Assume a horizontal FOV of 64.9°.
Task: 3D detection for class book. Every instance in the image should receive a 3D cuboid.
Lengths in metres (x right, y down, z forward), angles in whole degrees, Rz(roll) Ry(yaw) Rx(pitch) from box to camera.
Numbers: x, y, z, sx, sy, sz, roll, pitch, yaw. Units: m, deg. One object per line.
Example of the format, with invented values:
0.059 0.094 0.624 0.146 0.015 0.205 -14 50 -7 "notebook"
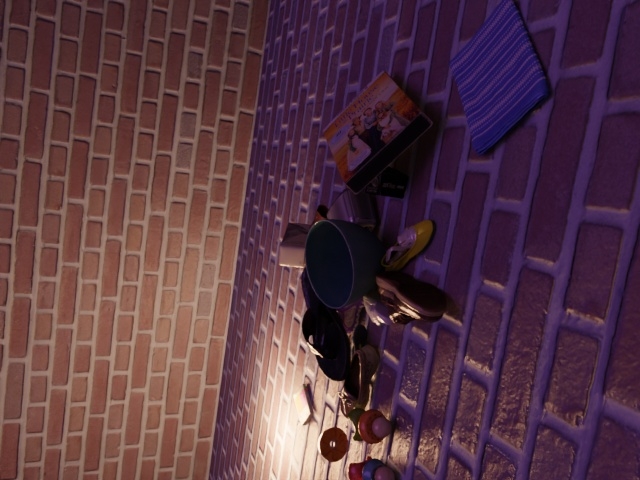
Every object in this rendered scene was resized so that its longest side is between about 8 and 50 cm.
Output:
-0.071 0.709 2.175 0.096 0.035 0.144 -63 31 35 "book"

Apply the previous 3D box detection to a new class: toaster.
0.118 -0.086 1.804 0.227 0.129 0.147 -50 44 50 "toaster"

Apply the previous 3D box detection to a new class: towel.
0.430 -0.407 1.253 0.243 0.040 0.336 131 139 -53 "towel"

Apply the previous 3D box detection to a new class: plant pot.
0.104 0.064 1.671 0.290 0.195 0.290 22 116 55 "plant pot"

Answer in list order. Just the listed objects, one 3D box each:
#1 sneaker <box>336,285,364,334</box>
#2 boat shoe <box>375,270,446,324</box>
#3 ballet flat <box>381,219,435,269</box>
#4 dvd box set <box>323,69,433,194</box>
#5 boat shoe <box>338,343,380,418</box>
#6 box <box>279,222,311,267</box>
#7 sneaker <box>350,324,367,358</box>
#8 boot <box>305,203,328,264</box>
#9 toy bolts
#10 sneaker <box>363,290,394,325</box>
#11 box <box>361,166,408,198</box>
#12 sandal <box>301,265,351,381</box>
0.093 0.244 1.806 0.095 0.104 0.236 -116 35 -47 "sneaker"
0.252 0.183 1.446 0.342 0.123 0.123 -151 59 -68 "boat shoe"
0.255 0.018 1.513 0.231 0.077 0.077 124 145 -47 "ballet flat"
0.163 -0.363 1.619 0.307 0.062 0.420 -42 31 18 "dvd box set"
0.112 0.480 1.690 0.104 0.089 0.285 28 111 42 "boat shoe"
-0.107 0.015 2.193 0.275 0.113 0.094 -83 -2 -67 "box"
0.127 0.364 1.763 0.059 0.053 0.144 -172 89 -69 "sneaker"
0.001 0.000 2.064 0.295 0.104 0.211 -102 20 -52 "boot"
0.130 0.651 1.531 0.158 0.218 0.229 -24 81 57 "toy bolts"
0.197 0.240 1.621 0.212 0.080 0.094 -135 42 -70 "sneaker"
0.179 -0.207 1.656 0.180 0.147 0.078 -133 52 -61 "box"
-0.013 0.282 1.756 0.167 0.107 0.446 -47 48 39 "sandal"
